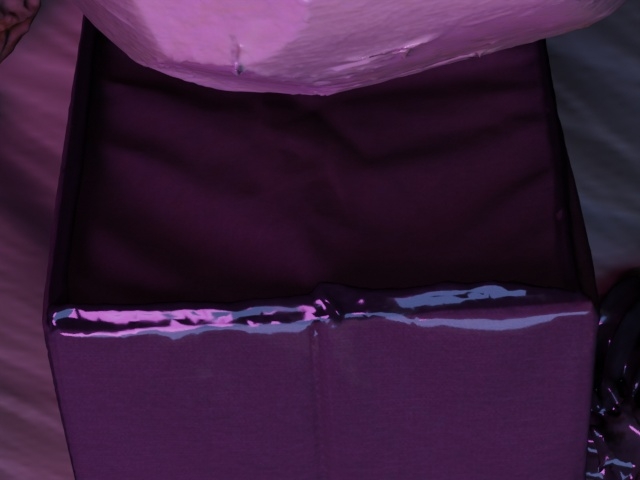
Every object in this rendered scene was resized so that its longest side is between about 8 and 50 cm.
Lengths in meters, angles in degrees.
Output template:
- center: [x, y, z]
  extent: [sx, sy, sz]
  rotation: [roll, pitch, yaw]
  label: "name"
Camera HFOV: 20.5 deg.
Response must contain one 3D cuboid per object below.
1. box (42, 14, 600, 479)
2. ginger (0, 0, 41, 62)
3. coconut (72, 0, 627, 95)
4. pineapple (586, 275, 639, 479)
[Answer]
- center: [0.000, 0.000, 0.670]
  extent: [0.188, 0.252, 0.153]
  rotation: [-2, 131, 5]
  label: "box"
- center: [-0.176, -0.115, 0.694]
  extent: [0.137, 0.074, 0.213]
  rotation: [13, 126, -18]
  label: "ginger"
- center: [-0.004, -0.152, 0.551]
  extent: [0.230, 0.227, 0.227]
  rotation: [-13, 131, 3]
  label: "coconut"
- center: [0.176, 0.096, 0.822]
  extent: [0.310, 0.141, 0.170]
  rotation: [-18, 85, 20]
  label: "pineapple"
